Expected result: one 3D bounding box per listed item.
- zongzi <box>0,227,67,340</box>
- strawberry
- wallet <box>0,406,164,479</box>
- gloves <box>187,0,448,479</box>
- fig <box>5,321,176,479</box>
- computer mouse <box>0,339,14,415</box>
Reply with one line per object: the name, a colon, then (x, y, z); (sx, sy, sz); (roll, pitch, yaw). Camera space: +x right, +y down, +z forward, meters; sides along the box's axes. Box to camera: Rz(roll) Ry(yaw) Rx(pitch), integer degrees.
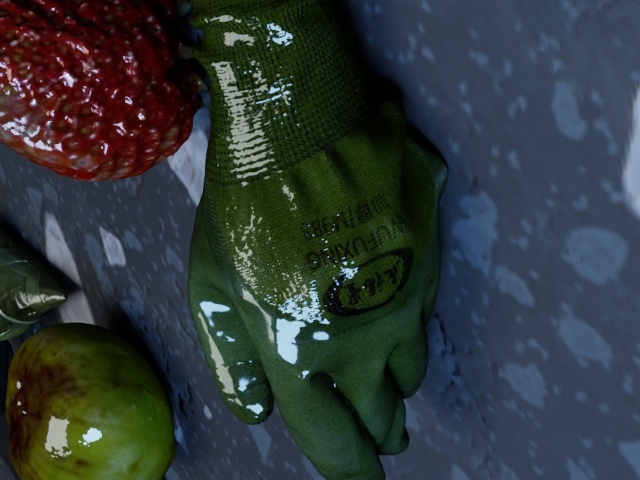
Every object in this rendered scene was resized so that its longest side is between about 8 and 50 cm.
zongzi: (-0.257, 0.018, 1.080); (0.119, 0.055, 0.109); (-31, 85, 49)
strawberry: (-0.137, -0.090, 0.702); (0.131, 0.148, 0.131); (39, 145, 35)
wallet: (-0.225, 0.194, 1.159); (0.244, 0.025, 0.124); (-22, 99, 49)
gloves: (-0.002, 0.000, 0.609); (0.107, 0.135, 0.268); (-78, -25, -69)
fig: (-0.178, 0.136, 0.978); (0.136, 0.120, 0.153); (32, 139, 48)
computer mouse: (-0.331, 0.047, 1.163); (0.147, 0.088, 0.264); (159, 91, -74)
